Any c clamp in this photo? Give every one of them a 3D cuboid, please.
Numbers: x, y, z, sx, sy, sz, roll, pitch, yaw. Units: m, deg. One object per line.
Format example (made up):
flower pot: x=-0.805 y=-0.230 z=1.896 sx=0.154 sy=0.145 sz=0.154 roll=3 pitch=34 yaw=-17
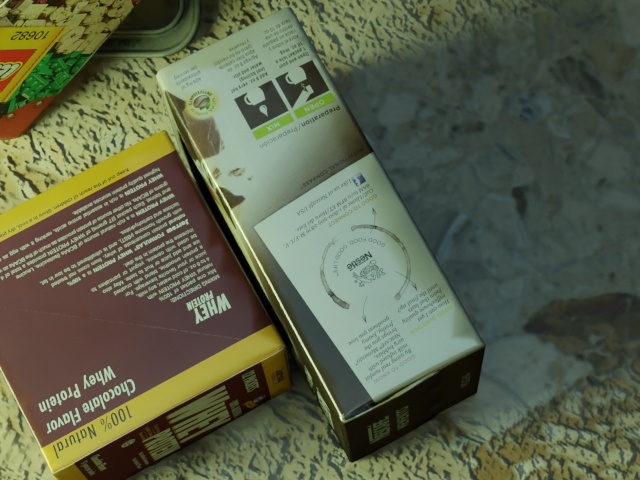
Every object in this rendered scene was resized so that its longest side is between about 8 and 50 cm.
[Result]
c clamp: x=-0.175 y=-0.215 z=1.525 sx=0.160 sy=0.022 sz=0.137 roll=6 pitch=73 yaw=5

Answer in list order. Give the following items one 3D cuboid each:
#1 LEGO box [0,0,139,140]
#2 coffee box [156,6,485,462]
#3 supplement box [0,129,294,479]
LEGO box: x=-0.315 y=-0.378 z=1.397 sx=0.372 sy=0.193 sz=0.500 roll=-42 pitch=72 yaw=32
coffee box: x=0.000 y=0.000 z=1.377 sx=0.119 sy=0.168 sz=0.297 roll=-28 pitch=73 yaw=-6
supplement box: x=-0.149 y=0.060 z=1.384 sx=0.191 sy=0.129 sz=0.194 roll=-28 pitch=74 yaw=-7
